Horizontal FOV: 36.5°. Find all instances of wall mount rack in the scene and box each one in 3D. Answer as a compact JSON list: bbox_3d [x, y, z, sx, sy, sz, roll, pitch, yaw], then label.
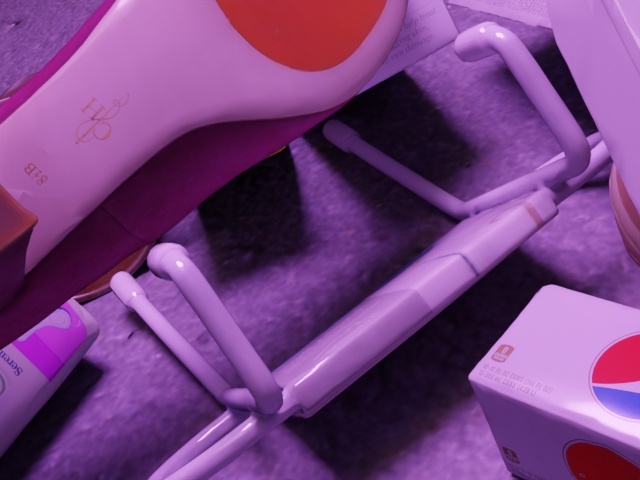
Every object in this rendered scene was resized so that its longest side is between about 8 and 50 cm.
[{"bbox_3d":[0.000,0.000,0.593,0.350,0.130,0.304,-36,3,-15],"label":"wall mount rack"}]

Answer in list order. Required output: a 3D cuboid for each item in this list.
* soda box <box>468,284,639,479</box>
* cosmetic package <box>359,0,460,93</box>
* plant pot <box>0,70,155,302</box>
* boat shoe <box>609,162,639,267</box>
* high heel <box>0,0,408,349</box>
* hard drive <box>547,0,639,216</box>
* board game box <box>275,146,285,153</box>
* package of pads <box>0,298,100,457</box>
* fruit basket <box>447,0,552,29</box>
[{"bbox_3d":[0.170,0.088,0.394,0.216,0.074,0.069,17,53,46],"label":"soda box"},{"bbox_3d":[0.014,-0.151,0.732,0.117,0.086,0.231,-28,10,-1],"label":"cosmetic package"},{"bbox_3d":[-0.215,-0.059,0.783,0.167,0.167,0.165,-27,27,0],"label":"plant pot"},{"bbox_3d":[0.266,-0.047,0.443,0.341,0.110,0.122,-22,68,-19],"label":"boat shoe"},{"bbox_3d":[-0.108,-0.059,0.560,0.377,0.127,0.181,-34,-3,-30],"label":"high heel"},{"bbox_3d":[0.255,-0.030,0.340,0.307,0.040,0.203,-11,66,-17],"label":"hard drive"},{"bbox_3d":[-0.075,-0.069,0.726,0.092,0.043,0.181,-25,6,2],"label":"board game box"},{"bbox_3d":[-0.309,0.044,0.577,0.101,0.296,0.229,-15,32,50],"label":"package of pads"},{"bbox_3d":[0.219,-0.255,0.552,0.327,0.165,0.353,-58,12,10],"label":"fruit basket"}]
